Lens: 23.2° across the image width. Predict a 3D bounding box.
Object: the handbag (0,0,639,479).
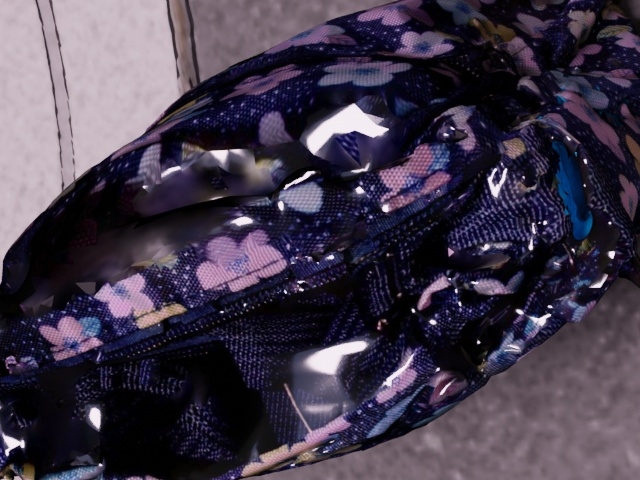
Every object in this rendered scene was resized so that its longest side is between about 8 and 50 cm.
[{"bbox_3d":[0.000,0.000,0.499,0.228,0.208,0.127,-22,93,27],"label":"handbag"}]
